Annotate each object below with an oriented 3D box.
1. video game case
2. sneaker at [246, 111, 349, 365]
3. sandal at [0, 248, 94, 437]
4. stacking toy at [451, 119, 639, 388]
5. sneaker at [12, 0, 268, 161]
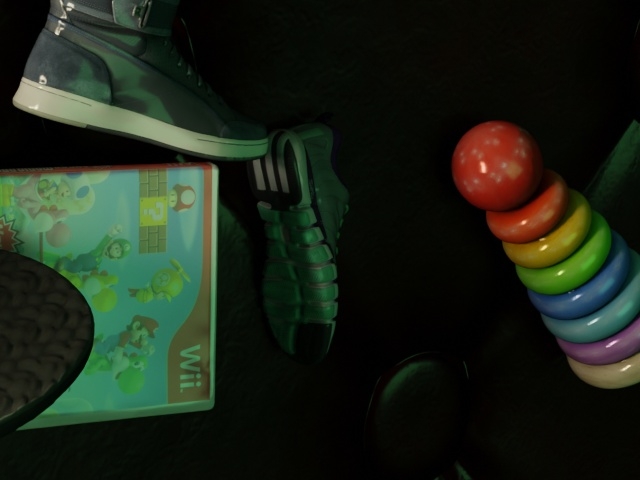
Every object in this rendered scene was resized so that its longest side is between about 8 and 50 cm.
[{"bbox_3d":[-0.217,0.045,1.066,0.285,0.025,0.204,-4,104,-23],"label":"video game case"},{"bbox_3d":[0.000,0.000,1.246,0.098,0.083,0.224,-29,123,-44],"label":"sneaker"},{"bbox_3d":[-0.367,0.134,0.943,0.445,0.168,0.107,-25,152,-18],"label":"sandal"},{"bbox_3d":[0.240,0.004,1.423,0.141,0.141,0.330,-52,121,-16],"label":"stacking toy"},{"bbox_3d":[-0.116,-0.155,1.103,0.226,0.086,0.163,13,96,-39],"label":"sneaker"}]
